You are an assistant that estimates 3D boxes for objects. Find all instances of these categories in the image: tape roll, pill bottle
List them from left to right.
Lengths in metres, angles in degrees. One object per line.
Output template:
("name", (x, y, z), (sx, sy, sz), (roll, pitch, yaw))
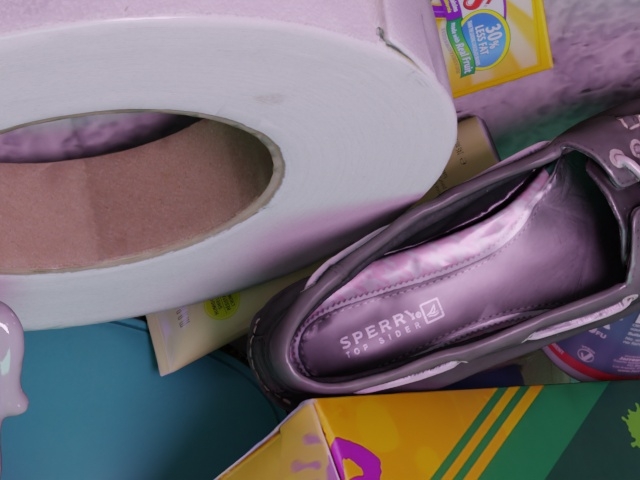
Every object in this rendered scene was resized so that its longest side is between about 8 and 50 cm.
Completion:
("tape roll", (-0.123, -0.051, 1.009), (0.392, 0.072, 0.392), (-10, 159, -4))
("pill bottle", (0.205, 0.004, 1.242), (0.108, 0.108, 0.180), (-2, 142, -16))

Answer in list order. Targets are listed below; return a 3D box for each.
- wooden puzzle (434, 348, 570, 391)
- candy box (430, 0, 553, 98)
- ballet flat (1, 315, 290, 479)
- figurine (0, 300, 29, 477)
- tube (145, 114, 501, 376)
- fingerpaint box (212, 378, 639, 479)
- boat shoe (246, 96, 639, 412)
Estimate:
("wooden puzzle", (0.039, 0.197, 1.466), (0.322, 0.080, 0.348), (-14, 144, -1))
("candy box", (0.064, -0.150, 1.060), (0.105, 0.027, 0.206), (-19, 144, 1))
("ballet flat", (-0.261, 0.119, 1.230), (0.482, 0.164, 0.182), (3, 163, -13))
("figurine", (-0.257, 0.145, 1.092), (0.215, 0.092, 0.209), (-10, 126, -5))
("tube", (0.000, 0.000, 1.191), (0.240, 0.070, 0.062), (-24, 100, 8))
("fingerpaint box", (0.017, 0.264, 1.245), (0.371, 0.163, 0.445), (2, 147, -45))
("boat shoe", (0.118, 0.009, 1.090), (0.335, 0.112, 0.095), (-26, 179, -5))
